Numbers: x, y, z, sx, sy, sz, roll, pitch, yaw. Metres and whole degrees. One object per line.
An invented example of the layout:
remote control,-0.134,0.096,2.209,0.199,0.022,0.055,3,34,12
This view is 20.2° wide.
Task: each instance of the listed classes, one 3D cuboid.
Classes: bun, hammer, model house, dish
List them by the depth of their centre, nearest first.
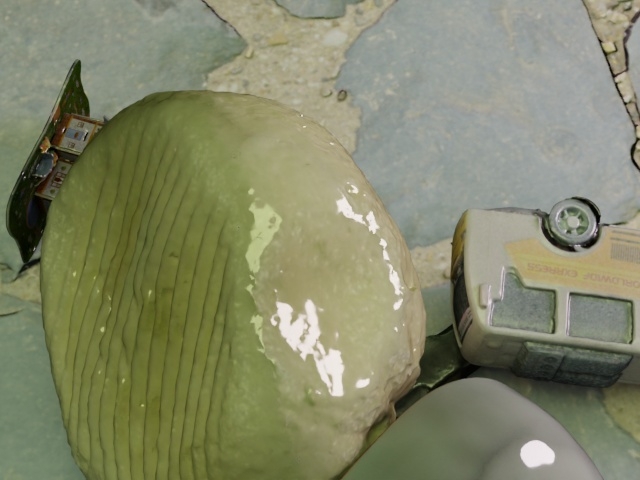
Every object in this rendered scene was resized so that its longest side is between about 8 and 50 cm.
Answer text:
dish,0.125,0.239,1.319,0.256,0.256,0.117,-45,33,-17
bun,-0.060,0.054,1.419,0.227,0.349,0.352,-1,21,-42
hammer,0.000,0.000,1.573,0.111,0.043,0.365,-35,64,-13
model house,-0.200,-0.056,1.578,0.088,0.117,0.167,17,62,9

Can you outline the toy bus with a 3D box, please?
toy bus,0.276,0.055,1.470,0.342,0.097,0.138,7,66,-3
